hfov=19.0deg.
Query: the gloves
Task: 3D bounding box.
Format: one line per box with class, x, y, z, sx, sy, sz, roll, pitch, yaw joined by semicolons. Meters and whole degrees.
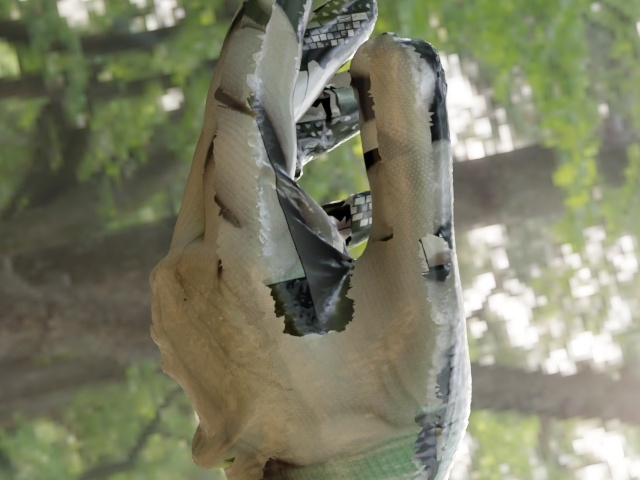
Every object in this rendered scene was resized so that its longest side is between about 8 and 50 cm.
gloves;-0.009;0.002;0.669;0.127;0.111;0.212;136;-61;-80
